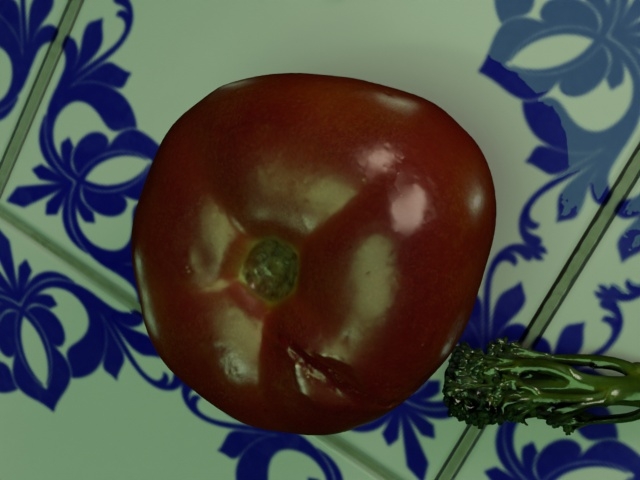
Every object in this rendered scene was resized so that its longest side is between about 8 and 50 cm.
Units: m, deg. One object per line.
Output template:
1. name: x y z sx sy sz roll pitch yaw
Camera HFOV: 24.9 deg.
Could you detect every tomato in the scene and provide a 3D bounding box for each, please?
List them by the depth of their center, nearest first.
1. tomato: 0.000 0.000 1.135 0.298 0.226 0.299 6 103 29

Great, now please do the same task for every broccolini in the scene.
1. broccolini: 0.286 0.147 1.147 0.392 0.074 0.079 12 65 18
